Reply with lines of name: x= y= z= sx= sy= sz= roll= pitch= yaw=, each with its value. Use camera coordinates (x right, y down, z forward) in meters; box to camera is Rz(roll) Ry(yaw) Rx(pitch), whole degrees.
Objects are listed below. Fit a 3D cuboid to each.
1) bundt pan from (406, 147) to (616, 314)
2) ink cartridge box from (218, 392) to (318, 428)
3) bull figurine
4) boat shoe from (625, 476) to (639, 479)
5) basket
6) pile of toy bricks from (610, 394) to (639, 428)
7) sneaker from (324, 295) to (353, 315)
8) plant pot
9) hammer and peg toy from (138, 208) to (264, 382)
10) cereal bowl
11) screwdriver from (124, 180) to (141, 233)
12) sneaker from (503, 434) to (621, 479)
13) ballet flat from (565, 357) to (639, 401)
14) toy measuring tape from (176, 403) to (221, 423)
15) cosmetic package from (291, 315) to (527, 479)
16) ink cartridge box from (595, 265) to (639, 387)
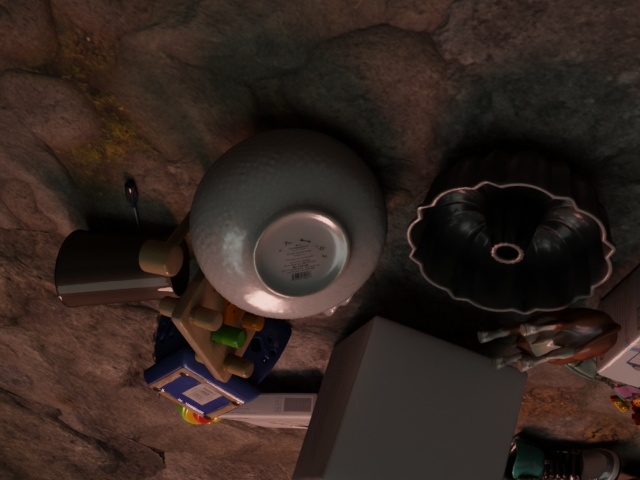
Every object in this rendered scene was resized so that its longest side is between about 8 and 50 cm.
bundt pan: x=0.311 y=-0.024 z=1.383 sx=0.330 sy=0.124 sz=0.331 roll=10 pitch=142 yaw=8
ink cartridge box: x=-0.081 y=0.437 z=2.160 sx=0.296 sy=0.066 sz=0.261 roll=-5 pitch=161 yaw=27
bull figurine: x=0.403 y=0.178 z=1.508 sx=0.188 sy=0.101 sz=0.310 roll=-11 pitch=168 yaw=-14
boat shoe: x=0.674 y=0.636 z=1.944 sx=0.324 sy=0.116 sz=0.123 roll=-19 pitch=165 yaw=-19
basket: x=-0.396 y=0.055 z=1.735 sx=0.226 sy=0.204 sz=0.154 roll=-1 pitch=111 yaw=9
pile of toy bricks: x=0.706 y=0.355 z=1.708 sx=0.212 sy=0.105 sz=0.118 roll=-18 pitch=130 yaw=37
sneaker: x=0.027 y=0.106 z=1.715 sx=0.061 sy=0.054 sz=0.152 roll=31 pitch=141 yaw=-13
plant pot: x=-0.240 y=0.257 z=1.880 sx=0.236 sy=0.212 sz=0.236 roll=36 pitch=139 yaw=-21
hammer and peg toy: x=-0.181 y=0.075 z=1.585 sx=0.127 sy=0.266 sz=0.361 roll=14 pitch=148 yaw=26
cereal bowl: x=-0.042 y=-0.008 z=1.399 sx=0.338 sy=0.141 sz=0.339 roll=-6 pitch=116 yaw=-11
screwdriver: x=-0.371 y=-0.060 z=1.696 sx=0.025 sy=0.024 sz=0.170 roll=36 pitch=151 yaw=25
sneaker: x=0.535 y=0.523 z=1.981 sx=0.178 sy=0.124 sz=0.295 roll=28 pitch=143 yaw=-28
ballet flat: x=0.569 y=0.249 z=1.670 sx=0.221 sy=0.077 sz=0.079 roll=31 pitch=122 yaw=-24
toy measuring tape: x=-0.331 y=0.374 z=2.133 sx=0.121 sy=0.121 sz=0.330 roll=0 pitch=139 yaw=22
cosmetic package: x=0.163 y=0.389 z=1.708 sx=0.329 sy=0.328 sz=0.394 roll=21 pitch=161 yaw=-5
ink cartridge box: x=0.566 y=0.133 z=1.449 sx=0.093 sy=0.154 sz=0.212 roll=21 pitch=141 yaw=-7
